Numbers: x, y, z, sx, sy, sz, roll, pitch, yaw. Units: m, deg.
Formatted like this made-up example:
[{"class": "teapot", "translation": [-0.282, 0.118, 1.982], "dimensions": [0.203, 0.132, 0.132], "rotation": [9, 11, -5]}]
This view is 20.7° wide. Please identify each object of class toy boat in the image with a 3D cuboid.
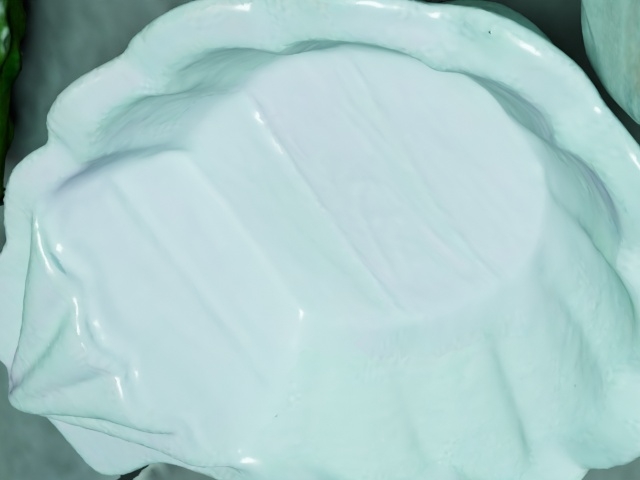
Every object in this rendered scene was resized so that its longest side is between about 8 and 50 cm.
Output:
[{"class": "toy boat", "translation": [0.000, 0.000, 0.588], "dimensions": [0.290, 0.100, 0.199], "rotation": [-19, 112, 38]}]

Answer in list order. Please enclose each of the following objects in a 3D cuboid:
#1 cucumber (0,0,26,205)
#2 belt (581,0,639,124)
[{"class": "cucumber", "translation": [-0.162, -0.130, 0.617], "dimensions": [0.134, 0.134, 0.244], "rotation": [14, 106, 14]}, {"class": "belt", "translation": [0.195, -0.073, 0.463], "dimensions": [0.258, 0.207, 0.150], "rotation": [12, 108, 14]}]
